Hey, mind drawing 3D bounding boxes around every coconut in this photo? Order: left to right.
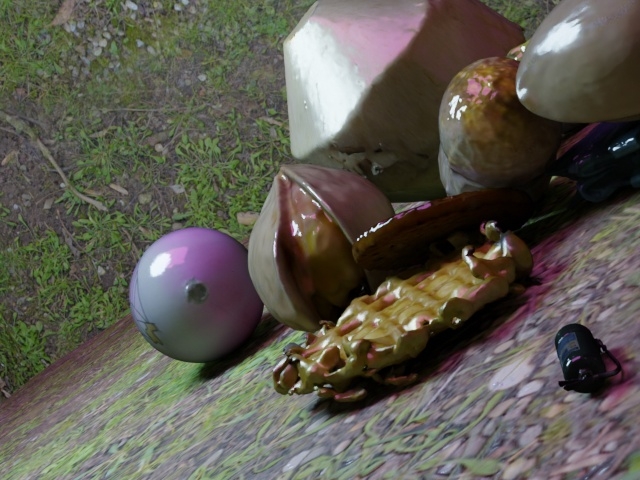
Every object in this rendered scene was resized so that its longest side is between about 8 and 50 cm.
[{"bbox_3d":[0.111,-0.200,1.579,0.352,0.352,0.352,-34,6,4],"label":"coconut"}]

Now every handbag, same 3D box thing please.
[{"bbox_3d":[0.323,-0.109,1.062,0.179,0.062,0.229,-38,6,-29],"label":"handbag"}]

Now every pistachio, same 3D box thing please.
[{"bbox_3d":[0.000,0.000,1.367,0.187,0.187,0.299,-34,10,4],"label":"pistachio"},{"bbox_3d":[0.264,-0.172,0.994,0.215,0.144,0.144,-22,14,48],"label":"pistachio"}]

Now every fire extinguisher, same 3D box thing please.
[{"bbox_3d":[0.159,0.072,0.703,0.038,0.025,0.083,-10,11,10],"label":"fire extinguisher"}]

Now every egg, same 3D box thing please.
[{"bbox_3d":[-0.177,0.076,1.664,0.196,0.196,0.271,-36,12,-13],"label":"egg"}]

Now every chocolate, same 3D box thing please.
[{"bbox_3d":[0.182,-0.098,1.214,0.134,0.134,0.309,-34,-11,3],"label":"chocolate"}]

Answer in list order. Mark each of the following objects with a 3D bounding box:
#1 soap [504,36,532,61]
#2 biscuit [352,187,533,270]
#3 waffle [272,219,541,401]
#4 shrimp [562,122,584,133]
[{"bbox_3d":[0.424,-0.283,1.320,0.427,0.115,0.306,-33,0,-4],"label":"soap"},{"bbox_3d":[0.120,-0.012,1.172,0.188,0.027,0.188,-14,-14,-4],"label":"biscuit"},{"bbox_3d":[0.078,0.060,1.066,0.280,0.060,0.262,-29,8,40],"label":"waffle"},{"bbox_3d":[0.356,-0.171,1.503,0.161,0.049,0.166,-31,14,17],"label":"shrimp"}]
